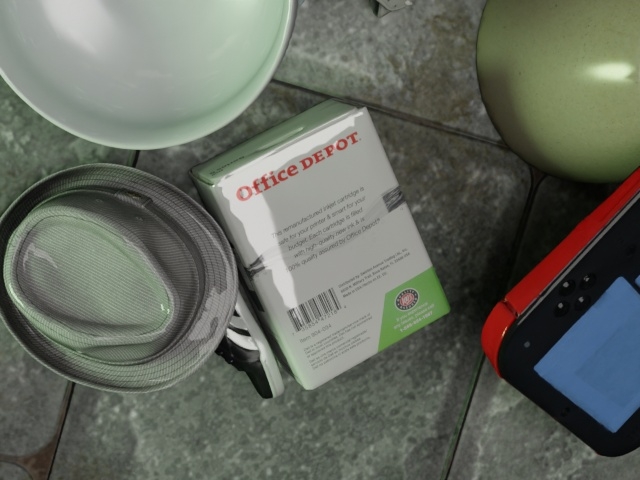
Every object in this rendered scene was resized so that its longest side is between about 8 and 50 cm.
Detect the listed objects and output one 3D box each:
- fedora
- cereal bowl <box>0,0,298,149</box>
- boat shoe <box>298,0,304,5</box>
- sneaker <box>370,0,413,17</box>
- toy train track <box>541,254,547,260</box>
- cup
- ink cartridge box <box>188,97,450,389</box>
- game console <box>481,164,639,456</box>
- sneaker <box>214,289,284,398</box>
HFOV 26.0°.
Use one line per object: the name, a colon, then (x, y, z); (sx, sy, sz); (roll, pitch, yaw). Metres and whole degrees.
fedora: (-0.227, 0.043, 1.478); (0.275, 0.124, 0.243); (33, 91, -2)
cereal bowl: (-0.182, -0.271, 1.423); (0.339, 0.141, 0.339); (2, 108, 6)
boat shoe: (-0.093, -0.254, 1.541); (0.183, 0.083, 0.065); (-22, 109, 15)
sneaker: (0.107, -0.313, 1.587); (0.262, 0.099, 0.121); (4, 107, -12)
toy train track: (0.290, 0.052, 1.760); (0.048, 0.014, 0.083); (43, 86, -22)
cup: (0.382, -0.212, 1.618); (0.331, 0.237, 0.331); (-4, 103, -19)
ink cartridge box: (0.000, 0.000, 1.594); (0.198, 0.115, 0.273); (-28, 109, -12)
game console: (0.386, 0.081, 1.632); (0.342, 0.060, 0.386); (-44, 137, 8)
sneaker: (-0.137, 0.106, 1.596); (0.121, 0.079, 0.217); (-28, 101, -8)
